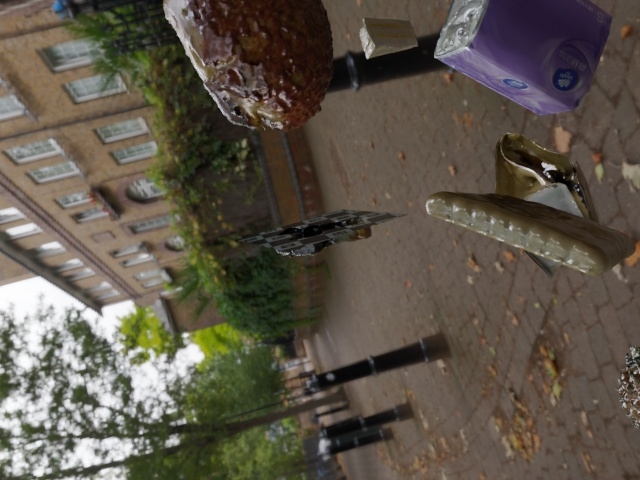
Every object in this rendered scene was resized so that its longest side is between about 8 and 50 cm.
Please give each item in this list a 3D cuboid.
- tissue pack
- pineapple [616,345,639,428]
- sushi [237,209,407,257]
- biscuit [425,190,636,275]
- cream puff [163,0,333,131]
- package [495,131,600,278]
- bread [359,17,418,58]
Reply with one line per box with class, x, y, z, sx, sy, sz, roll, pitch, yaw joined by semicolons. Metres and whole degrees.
tissue pack;0.448;-0.455;1.367;0.160;0.338;0.242;16;87;67
pineapple;0.630;0.281;1.141;0.166;0.166;0.193;92;153;-74
sushi;0.000;0.000;1.551;0.320;0.339;0.068;10;114;60
biscuit;0.288;-0.021;0.805;0.325;0.217;0.044;-4;-67;-57
cream puff;-0.100;-0.338;1.009;0.350;0.229;0.350;60;-169;-19
package;0.516;-0.080;1.335;0.311;0.165;0.221;38;-128;-42
bread;0.177;-0.520;1.548;0.105;0.152;0.077;133;118;-82
